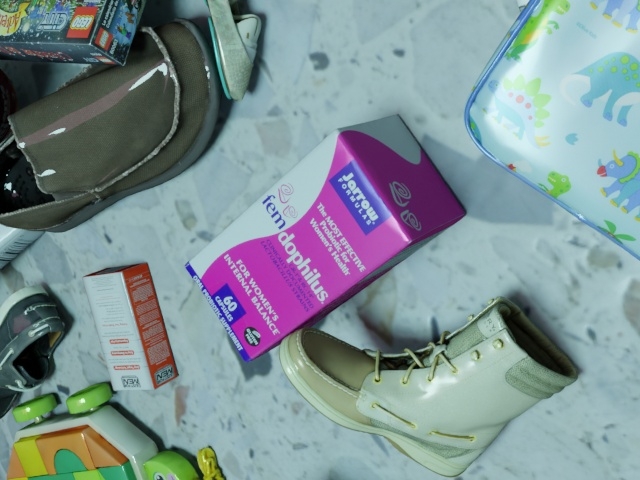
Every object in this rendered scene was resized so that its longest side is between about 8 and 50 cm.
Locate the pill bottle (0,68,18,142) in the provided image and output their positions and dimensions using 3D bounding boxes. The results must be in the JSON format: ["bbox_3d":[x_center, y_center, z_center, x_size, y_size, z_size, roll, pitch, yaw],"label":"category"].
[{"bbox_3d":[-0.401,-0.146,0.857,0.121,0.221,0.121,-2,100,-11],"label":"pill bottle"}]

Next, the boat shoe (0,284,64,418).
[{"bbox_3d":[-0.397,0.166,1.045,0.079,0.084,0.233,43,120,16],"label":"boat shoe"}]

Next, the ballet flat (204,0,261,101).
[{"bbox_3d":[-0.081,-0.215,0.744,0.052,0.057,0.168,-13,101,7],"label":"ballet flat"}]

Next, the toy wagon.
[{"bbox_3d":[-0.264,0.316,1.013,0.344,0.068,0.267,-17,95,36],"label":"toy wagon"}]

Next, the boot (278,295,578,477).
[{"bbox_3d":[0.089,0.102,0.678,0.213,0.077,0.165,32,123,-16],"label":"boot"}]

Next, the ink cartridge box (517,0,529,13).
[{"bbox_3d":[0.173,-0.183,0.599,0.048,0.028,0.083,-14,97,34],"label":"ink cartridge box"}]

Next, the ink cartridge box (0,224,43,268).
[{"bbox_3d":[-0.569,-0.038,1.021,0.324,0.071,0.330,-39,79,5],"label":"ink cartridge box"}]

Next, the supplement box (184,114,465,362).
[{"bbox_3d":[0.000,0.000,0.719,0.220,0.114,0.111,-39,81,33],"label":"supplement box"}]

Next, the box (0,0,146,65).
[{"bbox_3d":[-0.259,-0.257,0.794,0.233,0.044,0.159,11,79,35],"label":"box"}]

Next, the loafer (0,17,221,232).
[{"bbox_3d":[-0.244,-0.095,0.829,0.366,0.130,0.134,-33,79,36],"label":"loafer"}]

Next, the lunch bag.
[{"bbox_3d":[0.225,-0.091,0.538,0.219,0.090,0.176,35,120,6],"label":"lunch bag"}]

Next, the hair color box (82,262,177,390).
[{"bbox_3d":[-0.221,0.101,0.935,0.072,0.043,0.141,-7,99,34],"label":"hair color box"}]
